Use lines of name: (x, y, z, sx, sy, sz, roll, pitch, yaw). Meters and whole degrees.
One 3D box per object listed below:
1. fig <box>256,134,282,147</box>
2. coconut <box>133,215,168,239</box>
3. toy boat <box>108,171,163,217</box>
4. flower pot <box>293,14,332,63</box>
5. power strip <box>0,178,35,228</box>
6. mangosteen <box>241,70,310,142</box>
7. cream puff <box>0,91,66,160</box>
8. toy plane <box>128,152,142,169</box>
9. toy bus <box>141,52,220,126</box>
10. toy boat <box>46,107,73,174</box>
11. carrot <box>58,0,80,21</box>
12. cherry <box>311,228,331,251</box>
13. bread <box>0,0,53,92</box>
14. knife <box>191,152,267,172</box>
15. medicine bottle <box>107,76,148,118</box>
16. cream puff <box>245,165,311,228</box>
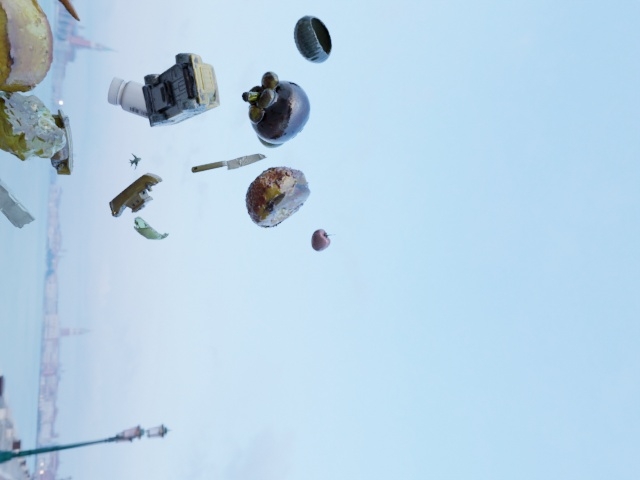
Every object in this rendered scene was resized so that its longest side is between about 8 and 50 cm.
fig: (-0.288, -0.633, 2.655, 0.202, 0.225, 0.203, -13, -113, 32)
coconut: (-0.650, -0.035, 1.794, 0.055, 0.133, 0.158, -59, -153, -1)
toy boat: (-0.850, -0.204, 2.180, 0.321, 0.089, 0.122, -30, -81, 24)
flower pot: (-0.042, -1.033, 2.427, 0.157, 0.243, 0.189, 5, -132, 39)
power strip: (-1.178, -0.145, 1.770, 0.048, 0.080, 0.286, 57, -16, 25)
mangosteen: (-0.207, -0.634, 2.277, 0.330, 0.329, 0.331, -8, -99, 59)
cream puff: (-1.109, -0.412, 1.753, 0.185, 0.281, 0.282, -34, -125, 26)
toy plane: (-0.885, -0.382, 2.258, 0.083, 0.033, 0.080, -13, -94, 27)
toy bus: (-0.338, -0.356, 1.147, 0.335, 0.122, 0.121, 4, -76, 52)
toy boat: (-1.143, -0.426, 2.056, 0.115, 0.089, 0.311, -105, -157, -58)
carrot: (-0.867, -0.814, 1.588, 0.216, 0.048, 0.048, 50, -44, 11)
cherry: (0.000, 0.004, 2.352, 0.106, 0.086, 0.126, 39, -63, 35)
bread: (-1.073, -0.672, 1.540, 0.204, 0.336, 0.359, -90, -176, -69)
knife: (-0.330, -0.275, 1.703, 0.017, 0.297, 0.047, 60, 22, -63)
medicine bottle: (-0.585, -0.458, 1.539, 0.103, 0.186, 0.103, -163, -90, -76)
cream puff: (-0.147, -0.152, 1.561, 0.240, 0.239, 0.164, -40, -106, 52)
